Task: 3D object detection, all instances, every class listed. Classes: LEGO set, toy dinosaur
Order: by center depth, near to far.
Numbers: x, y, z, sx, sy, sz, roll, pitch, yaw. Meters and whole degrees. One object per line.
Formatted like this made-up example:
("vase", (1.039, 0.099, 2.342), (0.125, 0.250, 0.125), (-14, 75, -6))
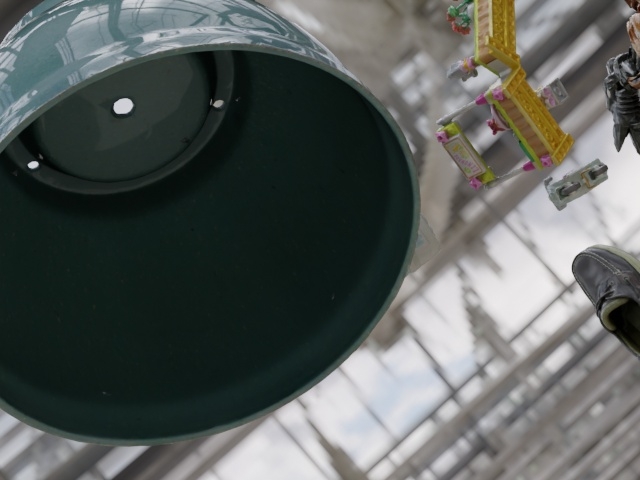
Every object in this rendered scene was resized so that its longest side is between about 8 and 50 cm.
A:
("LEGO set", (0.166, -0.156, 1.885), (0.107, 0.287, 0.132), (-27, -6, 38))
("toy dinosaur", (0.393, -0.213, 2.089), (0.164, 0.322, 0.218), (-10, -22, -1))

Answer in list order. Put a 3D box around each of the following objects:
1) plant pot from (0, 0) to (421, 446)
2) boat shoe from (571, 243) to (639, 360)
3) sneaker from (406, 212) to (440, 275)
("plant pot", (-0.107, -0.044, 1.203), (0.293, 0.196, 0.293), (-11, -51, -14))
("boat shoe", (0.374, 0.081, 2.354), (0.073, 0.223, 0.080), (-8, -50, -35))
("sneaker", (0.000, 0.000, 1.817), (0.150, 0.135, 0.366), (-34, 3, -5))
